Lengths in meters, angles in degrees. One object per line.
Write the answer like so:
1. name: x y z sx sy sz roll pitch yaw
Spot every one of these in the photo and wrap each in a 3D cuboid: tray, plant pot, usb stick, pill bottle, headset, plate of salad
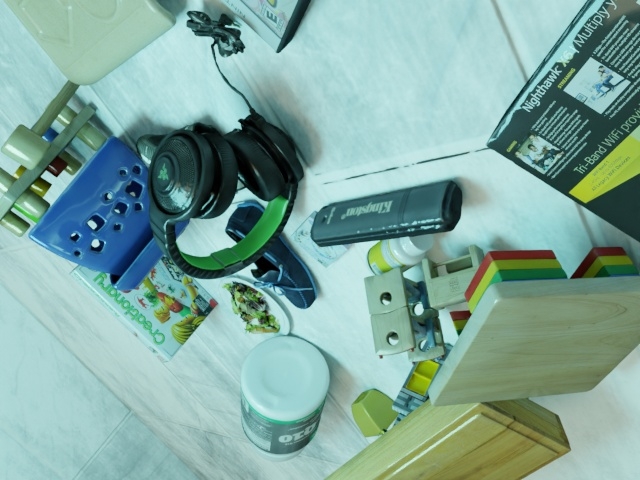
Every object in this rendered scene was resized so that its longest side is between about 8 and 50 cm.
1. tray: 0.189 0.393 0.986 0.202 0.076 0.411 30 122 -20
2. plant pot: -0.396 -0.041 1.127 0.212 0.236 0.236 40 168 -18
3. usb stick: 0.091 -0.035 0.879 0.045 0.077 0.278 28 156 -38
4. pill bottle: 0.126 0.016 0.914 0.065 0.065 0.116 41 145 -6
5. pill bottle: -0.095 0.406 1.432 0.204 0.204 0.361 28 145 14
6. headset: -0.153 -0.127 0.879 0.185 0.243 0.394 39 135 34
7. plant pot: 0.120 0.394 1.341 0.083 0.081 0.081 51 145 -1
8. plate of salad: -0.161 0.165 1.350 0.199 0.048 0.200 24 143 19

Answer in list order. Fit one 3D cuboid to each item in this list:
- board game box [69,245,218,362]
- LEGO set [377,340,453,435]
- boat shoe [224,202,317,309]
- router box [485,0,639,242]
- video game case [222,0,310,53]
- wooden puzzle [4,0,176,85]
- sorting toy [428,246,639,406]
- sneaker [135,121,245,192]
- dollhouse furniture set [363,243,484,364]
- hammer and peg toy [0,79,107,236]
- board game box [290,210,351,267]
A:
1. board game box: -0.416 0.119 1.392 0.305 0.193 0.053 48 144 -16
2. LEGO set: 0.249 0.354 1.080 0.255 0.192 0.331 25 144 17
3. boat shoe: -0.106 0.048 1.130 0.109 0.089 0.258 -12 122 48
4. router box: 0.339 -0.142 0.533 0.243 0.081 0.309 34 145 4
5. video game case: -0.102 -0.362 0.639 0.248 0.035 0.275 42 162 -6
6. wooden puzzle: -0.399 -0.425 0.866 0.322 0.080 0.348 -8 130 46
7. sorting toy: 0.290 0.113 0.772 0.257 0.089 0.255 -2 138 -13
8. sneaker: -0.227 -0.166 1.011 0.234 0.078 0.106 20 136 21
9. dollhouse furniture set: 0.184 0.106 0.889 0.183 0.129 0.129 -20 156 29
10. hammer and peg toy: -0.536 -0.158 1.135 0.127 0.266 0.361 41 147 -23
11. board game box: 0.000 0.000 1.044 0.090 0.020 0.090 41 146 -5
